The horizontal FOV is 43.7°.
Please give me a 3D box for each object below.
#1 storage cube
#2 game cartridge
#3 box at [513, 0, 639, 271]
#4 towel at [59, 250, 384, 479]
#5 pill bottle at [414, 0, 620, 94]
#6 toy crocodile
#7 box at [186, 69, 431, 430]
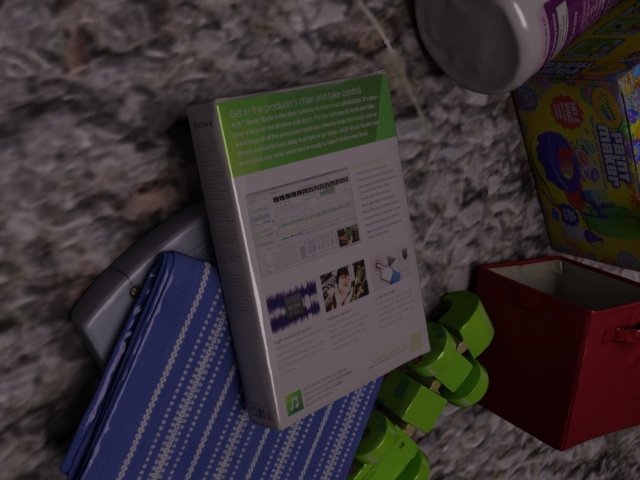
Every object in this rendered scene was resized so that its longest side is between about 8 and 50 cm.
[{"bbox_3d":[0.327,0.143,1.082,0.184,0.215,0.193,-5,109,-36],"label":"storage cube"},{"bbox_3d":[-0.100,0.056,0.842,0.297,0.062,0.198,-35,115,-25],"label":"game cartridge"},{"bbox_3d":[0.449,-0.158,1.120,0.279,0.177,0.290,-35,120,-25],"label":"box"},{"bbox_3d":[-0.079,0.174,0.837,0.336,0.040,0.243,28,81,-39],"label":"towel"},{"bbox_3d":[0.268,-0.318,0.955,0.301,0.169,0.169,-39,121,-23],"label":"pill bottle"},{"bbox_3d":[0.108,0.208,1.010,0.115,0.105,0.340,42,80,-36],"label":"toy crocodile"},{"bbox_3d":[0.000,0.000,0.822,0.232,0.058,0.322,-19,105,-40],"label":"box"}]
